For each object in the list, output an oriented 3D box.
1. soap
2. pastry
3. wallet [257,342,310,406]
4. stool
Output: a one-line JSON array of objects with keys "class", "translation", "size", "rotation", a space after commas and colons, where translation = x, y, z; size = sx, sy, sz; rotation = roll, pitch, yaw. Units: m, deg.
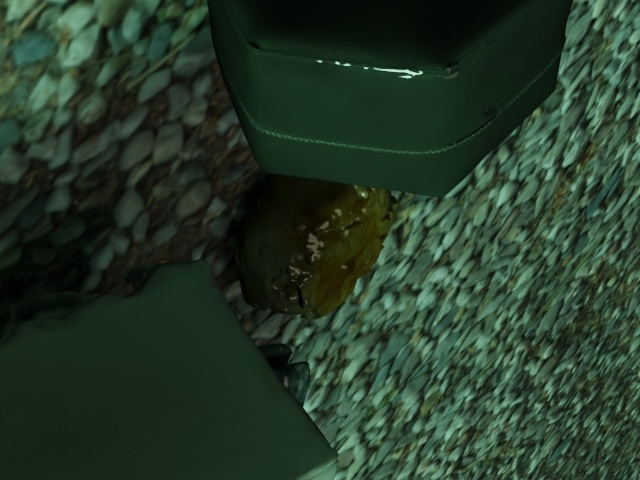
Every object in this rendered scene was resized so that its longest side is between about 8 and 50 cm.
[{"class": "soap", "translation": [-0.192, 0.270, 1.050], "size": [0.350, 0.213, 0.435], "rotation": [-22, 140, -35]}, {"class": "pastry", "translation": [-0.003, -0.004, 1.284], "size": [0.153, 0.081, 0.153], "rotation": [-43, 149, -35]}, {"class": "wallet", "translation": [-0.175, 0.206, 1.252], "size": [0.342, 0.075, 0.237], "rotation": [-12, 131, -42]}, {"class": "stool", "translation": [0.039, -0.145, 0.994], "size": [0.232, 0.232, 0.141], "rotation": [-40, 152, -23]}]
